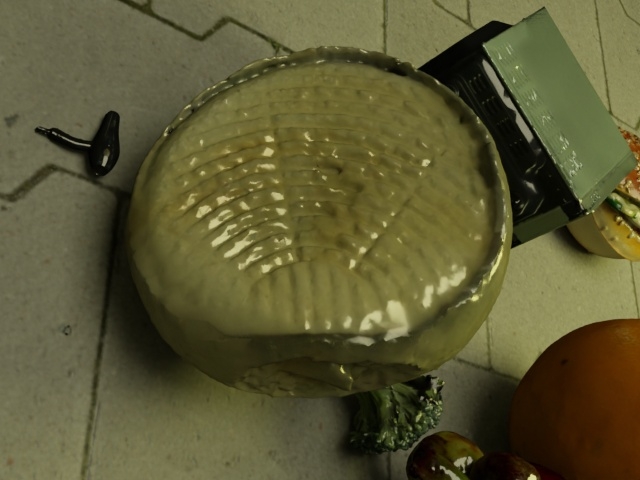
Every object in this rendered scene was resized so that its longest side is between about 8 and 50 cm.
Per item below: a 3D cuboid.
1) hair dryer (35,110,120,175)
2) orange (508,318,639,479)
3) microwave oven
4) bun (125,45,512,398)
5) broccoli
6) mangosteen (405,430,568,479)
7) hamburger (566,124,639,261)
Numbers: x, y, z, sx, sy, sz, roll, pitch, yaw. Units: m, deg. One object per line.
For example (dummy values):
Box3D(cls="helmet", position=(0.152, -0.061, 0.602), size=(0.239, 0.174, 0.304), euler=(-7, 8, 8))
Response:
Box3D(cls="hair dryer", position=(-0.237, -0.106, 0.953), size=(0.083, 0.031, 0.079), euler=(21, 46, -24))
Box3D(cls="orange", position=(0.373, 0.241, 1.135), size=(0.312, 0.312, 0.312), euler=(20, 57, -34))
Box3D(cls="microwave oven", position=(0.160, -0.087, 1.106), size=(0.181, 0.295, 0.237), euler=(-37, 96, -45))
Box3D(cls="bun", position=(0.002, -0.001, 0.945), size=(0.364, 0.202, 0.364), euler=(-1, 60, 1))
Box3D(cls="broccoli", position=(0.035, 0.144, 1.033), size=(0.204, 0.118, 0.122), euler=(37, 78, -2))
Box3D(cls="mangosteen", position=(0.167, 0.298, 0.973), size=(0.257, 0.215, 0.215), euler=(55, 44, -12))
Box3D(cls="hamburger", position=(0.457, -0.077, 1.480), size=(0.237, 0.147, 0.237), euler=(24, 53, -35))
